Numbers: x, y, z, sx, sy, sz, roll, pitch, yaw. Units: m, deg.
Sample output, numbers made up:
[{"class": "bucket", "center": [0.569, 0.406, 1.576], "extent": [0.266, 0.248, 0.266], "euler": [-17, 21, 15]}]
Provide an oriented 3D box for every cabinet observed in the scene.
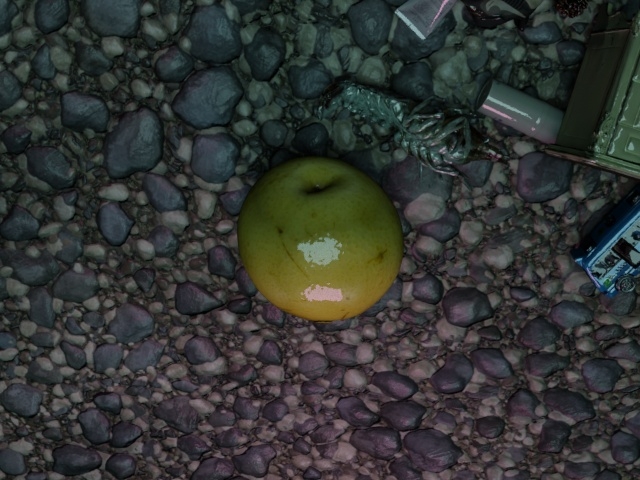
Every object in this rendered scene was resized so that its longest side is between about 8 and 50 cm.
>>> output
[{"class": "cabinet", "center": [0.643, -0.268, 1.576], "extent": [0.290, 0.227, 0.317], "euler": [16, 99, -7]}]

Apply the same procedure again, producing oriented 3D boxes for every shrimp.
[{"class": "shrimp", "center": [0.199, -0.225, 1.706], "extent": [0.411, 0.166, 0.221], "euler": [31, 146, 3]}]

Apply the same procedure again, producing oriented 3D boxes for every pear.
[{"class": "pear", "center": [0.000, 0.000, 1.713], "extent": [0.349, 0.348, 0.348], "euler": [1, 114, 2]}]

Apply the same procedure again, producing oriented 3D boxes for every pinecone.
[{"class": "pinecone", "center": [0.492, -0.475, 1.616], "extent": [0.077, 0.077, 0.083], "euler": [19, 73, -6]}]

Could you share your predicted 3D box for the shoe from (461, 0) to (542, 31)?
[{"class": "shoe", "center": [0.333, -0.459, 1.602], "extent": [0.228, 0.099, 0.112], "euler": [-4, 131, -20]}]

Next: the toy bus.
[{"class": "toy bus", "center": [0.666, -0.003, 1.799], "extent": [0.134, 0.113, 0.246], "euler": [38, 109, -9]}]

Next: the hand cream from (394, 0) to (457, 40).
[{"class": "hand cream", "center": [0.226, -0.472, 1.651], "extent": [0.084, 0.053, 0.142], "euler": [42, 124, -14]}]

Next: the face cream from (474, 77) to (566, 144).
[{"class": "face cream", "center": [0.446, -0.250, 1.717], "extent": [0.250, 0.077, 0.077], "euler": [23, 113, -8]}]
